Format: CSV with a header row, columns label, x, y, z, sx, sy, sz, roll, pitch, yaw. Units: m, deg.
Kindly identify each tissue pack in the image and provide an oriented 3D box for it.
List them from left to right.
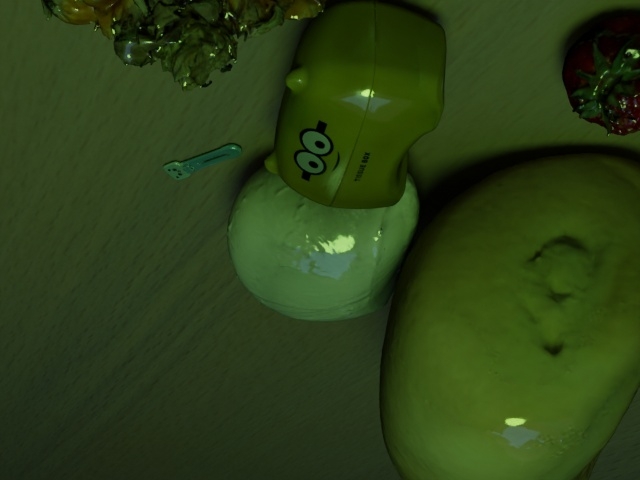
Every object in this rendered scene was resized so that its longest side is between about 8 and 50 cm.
label,x,y,z,sx,sy,sz,roll,pitch,yaw
tissue pack,0.026,-0.112,0.752,0.127,0.123,0.178,11,147,-8

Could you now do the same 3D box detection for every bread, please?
label,x,y,z,sx,sy,sz,roll,pitch,yaw
bread,0.198,0.116,0.916,0.253,0.348,0.376,21,154,20

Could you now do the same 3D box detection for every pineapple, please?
label,x,y,z,sx,sy,sz,roll,pitch,yaw
pineapple,-0.110,-0.200,0.614,0.250,0.164,0.139,7,139,3

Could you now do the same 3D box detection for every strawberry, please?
label,x,y,z,sx,sy,sz,roll,pitch,yaw
strawberry,0.253,-0.134,0.723,0.106,0.106,0.106,4,147,2

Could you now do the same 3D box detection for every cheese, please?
label,x,y,z,sx,sy,sz,roll,pitch,yaw
cheese,0.000,0.000,0.904,0.189,0.154,0.198,10,147,2

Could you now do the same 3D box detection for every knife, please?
label,x,y,z,sx,sy,sz,roll,pitch,yaw
knife,-0.122,-0.082,0.924,0.096,0.010,0.027,-16,142,29
